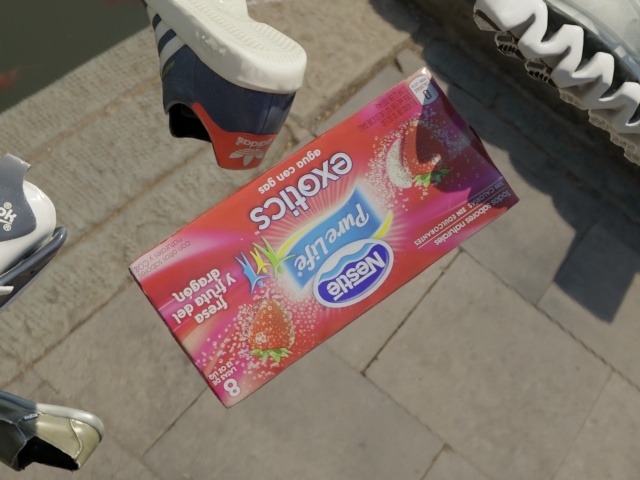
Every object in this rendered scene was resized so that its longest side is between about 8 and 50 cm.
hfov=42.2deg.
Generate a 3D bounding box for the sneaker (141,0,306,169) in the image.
[{"bbox_3d":[-0.135,-0.196,0.910,0.131,0.148,0.350,2,32,-28],"label":"sneaker"}]

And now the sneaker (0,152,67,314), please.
[{"bbox_3d":[-0.217,0.022,0.463,0.094,0.153,0.235,34,10,-8],"label":"sneaker"}]

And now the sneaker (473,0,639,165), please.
[{"bbox_3d":[0.249,-0.109,0.583,0.292,0.118,0.110,37,12,-16],"label":"sneaker"}]

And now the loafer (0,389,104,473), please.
[{"bbox_3d":[-0.451,0.284,1.220,0.251,0.094,0.087,9,41,-5],"label":"loafer"}]

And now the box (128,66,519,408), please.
[{"bbox_3d":[0.000,0.000,0.625,0.257,0.128,0.122,-35,90,-9],"label":"box"}]
